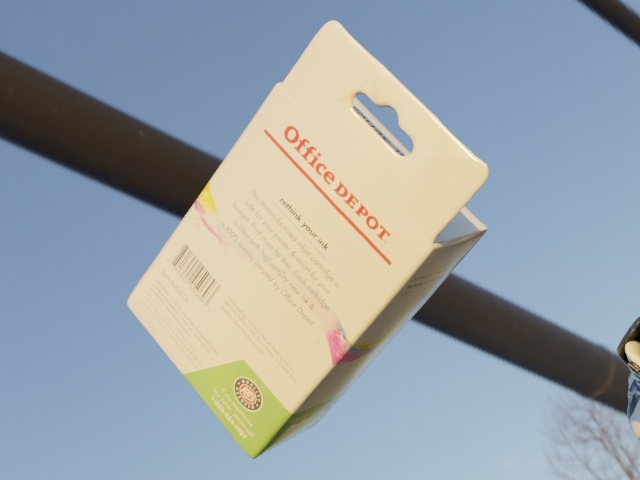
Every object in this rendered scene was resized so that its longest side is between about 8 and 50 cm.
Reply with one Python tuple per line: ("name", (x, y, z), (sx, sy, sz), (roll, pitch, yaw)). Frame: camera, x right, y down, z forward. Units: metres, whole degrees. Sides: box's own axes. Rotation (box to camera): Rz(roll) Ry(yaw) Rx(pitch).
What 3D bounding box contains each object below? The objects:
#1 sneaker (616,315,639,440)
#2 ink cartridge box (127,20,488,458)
("sneaker", (0.419, 0.171, 1.272), (0.153, 0.094, 0.234), (-13, -52, -44))
("ink cartridge box", (0.000, 0.000, 0.911), (0.353, 0.207, 0.119), (-51, -20, 26))
